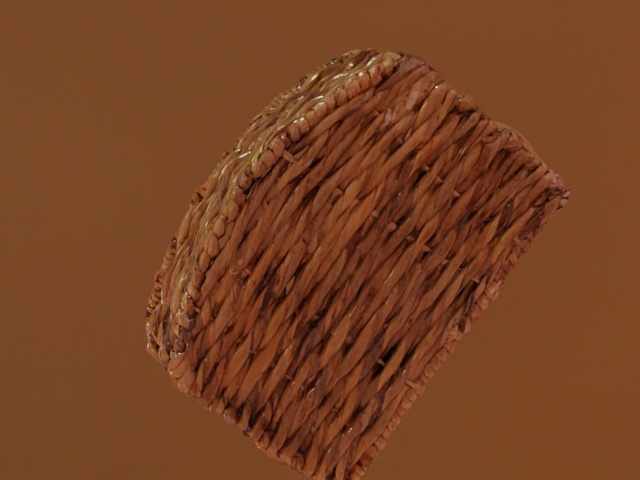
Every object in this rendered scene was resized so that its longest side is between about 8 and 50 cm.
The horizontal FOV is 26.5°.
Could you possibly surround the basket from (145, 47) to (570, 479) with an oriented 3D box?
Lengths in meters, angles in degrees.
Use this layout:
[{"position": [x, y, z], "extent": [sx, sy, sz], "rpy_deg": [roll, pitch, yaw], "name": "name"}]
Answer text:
[{"position": [0.000, 0.000, 1.052], "extent": [0.213, 0.223, 0.299], "rpy_deg": [36, -88, -16], "name": "basket"}]
